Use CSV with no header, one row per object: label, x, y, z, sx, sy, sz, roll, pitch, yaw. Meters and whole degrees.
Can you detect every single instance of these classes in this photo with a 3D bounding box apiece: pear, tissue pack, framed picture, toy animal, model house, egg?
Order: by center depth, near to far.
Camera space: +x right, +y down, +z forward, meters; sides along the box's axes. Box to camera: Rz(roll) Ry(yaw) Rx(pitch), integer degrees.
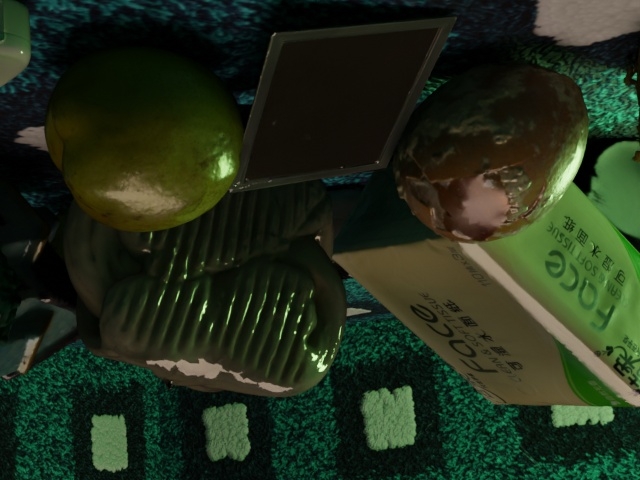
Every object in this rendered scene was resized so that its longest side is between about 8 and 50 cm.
pear,-0.173,-0.102,1.020,0.200,0.200,0.200,-5,169,-1
framed picture,0.014,-0.139,1.065,0.197,0.014,0.252,-11,151,-22
egg,0.194,-0.101,1.162,0.233,0.195,0.195,-28,163,15
model house,-0.415,0.031,1.384,0.249,0.280,0.230,-17,146,-47
tissue pack,0.264,0.058,1.467,0.405,0.205,0.332,42,155,-22
toy animal,0.438,-0.033,1.602,0.213,0.212,0.267,-3,164,-10

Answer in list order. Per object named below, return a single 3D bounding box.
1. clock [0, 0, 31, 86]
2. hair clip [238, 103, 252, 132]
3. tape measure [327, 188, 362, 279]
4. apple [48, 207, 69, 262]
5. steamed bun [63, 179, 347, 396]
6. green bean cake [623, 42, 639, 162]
clock,-0.358,-0.167,0.904,0.151,0.062,0.191,4,166,-43
hair clip,-0.039,-0.140,1.140,0.278,0.090,0.137,-22,155,-2
tape measure,0.000,0.000,1.767,0.258,0.130,0.265,-8,169,24
apple,-0.309,0.037,1.618,0.226,0.246,0.246,-34,175,-14
steamed bun,-0.164,0.037,1.350,0.368,0.342,0.255,15,161,-21
green bean cake,0.452,-0.164,1.121,0.224,0.131,0.230,-6,173,14
